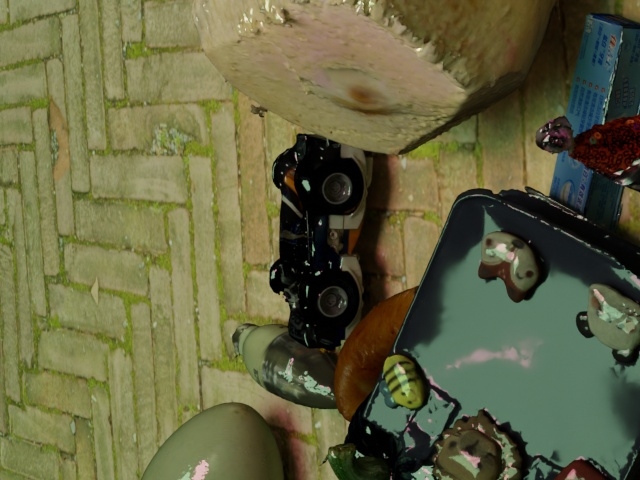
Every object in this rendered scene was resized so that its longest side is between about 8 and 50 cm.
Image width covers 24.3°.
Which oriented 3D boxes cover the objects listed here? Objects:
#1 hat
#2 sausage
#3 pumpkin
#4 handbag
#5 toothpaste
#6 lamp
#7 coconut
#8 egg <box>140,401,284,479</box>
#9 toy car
[{"bbox_3d":[0.309,-0.086,1.450,0.140,0.227,0.129,62,139,40],"label":"hat"},{"bbox_3d":[0.085,0.141,1.900,0.103,0.076,0.302,51,144,11],"label":"sausage"},{"bbox_3d":[0.105,0.270,1.768,0.248,0.248,0.248,9,101,55],"label":"pumpkin"},{"bbox_3d":[0.224,0.138,1.560,0.303,0.122,0.329,32,105,30],"label":"handbag"},{"bbox_3d":[0.300,-0.106,1.612,0.066,0.053,0.272,37,124,54],"label":"toothpaste"},{"bbox_3d":[-0.042,0.177,2.115,0.250,0.101,0.101,24,113,47],"label":"lamp"},{"bbox_3d":[0.081,-0.314,1.648,0.404,0.404,0.404,9,101,55],"label":"coconut"},{"bbox_3d":[-0.158,0.376,2.199,0.218,0.218,0.295,41,117,47],"label":"egg"},{"bbox_3d":[0.002,0.001,2.009,0.193,0.118,0.301,-158,66,-68],"label":"toy car"}]
